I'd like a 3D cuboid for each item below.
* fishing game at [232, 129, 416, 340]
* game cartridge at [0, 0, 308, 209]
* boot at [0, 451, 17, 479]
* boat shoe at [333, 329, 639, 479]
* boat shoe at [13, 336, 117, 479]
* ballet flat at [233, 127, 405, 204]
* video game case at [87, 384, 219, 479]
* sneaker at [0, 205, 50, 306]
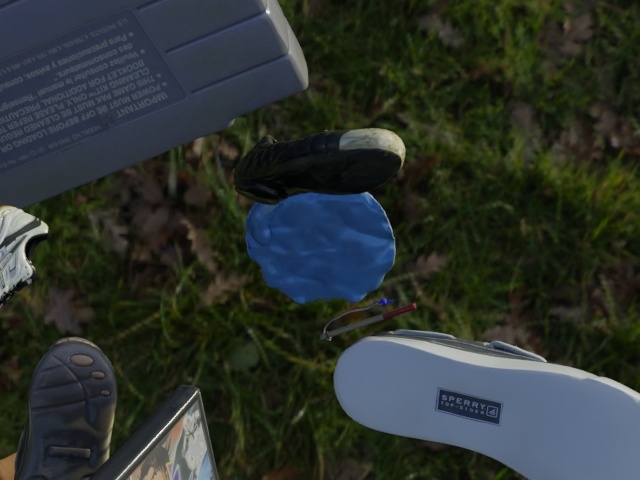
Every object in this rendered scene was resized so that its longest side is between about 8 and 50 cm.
[{"bbox_3d":[0.000,0.000,1.398,0.189,0.264,0.041,-22,23,21],"label":"fishing game"},{"bbox_3d":[-0.208,-0.116,0.705,0.355,0.230,0.068,-20,53,9],"label":"game cartridge"},{"bbox_3d":[-0.395,0.441,1.774,0.264,0.096,0.280,-24,59,-30],"label":"boot"},{"bbox_3d":[0.164,0.141,0.967,0.301,0.108,0.102,12,14,17],"label":"boat shoe"},{"bbox_3d":[-0.328,0.291,1.470,0.132,0.355,0.130,12,10,-13],"label":"boat shoe"},{"bbox_3d":[-0.006,-0.055,0.720,0.057,0.173,0.049,26,74,-29],"label":"ballet flat"},{"bbox_3d":[-0.200,0.344,1.311,0.035,0.248,0.275,7,32,27],"label":"video game case"},{"bbox_3d":[-0.181,0.022,0.653,0.037,0.032,0.083,19,80,-1],"label":"sneaker"}]
